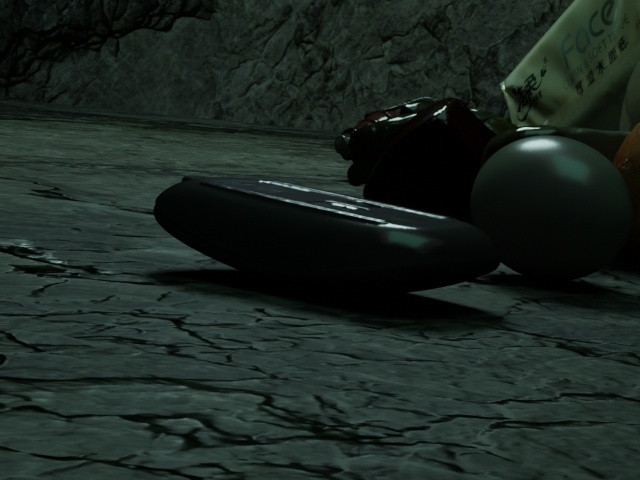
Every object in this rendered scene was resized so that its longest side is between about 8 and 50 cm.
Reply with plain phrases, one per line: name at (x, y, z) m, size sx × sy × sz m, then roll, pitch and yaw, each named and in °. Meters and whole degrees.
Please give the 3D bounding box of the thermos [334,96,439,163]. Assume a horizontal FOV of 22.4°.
thermos at (0.115, -0.117, 2.077) m, size 0.232 × 0.099 × 0.124 m, roll -1°, pitch -28°, yaw -35°

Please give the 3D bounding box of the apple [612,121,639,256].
apple at (0.300, -0.044, 1.286) m, size 0.146 × 0.146 × 0.146 m, roll 5°, pitch 6°, yaw -1°

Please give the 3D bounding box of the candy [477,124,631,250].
candy at (0.245, -0.042, 1.391) m, size 0.234 × 0.104 × 0.102 m, roll 2°, pitch 3°, yaw -23°

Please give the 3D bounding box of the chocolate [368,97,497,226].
chocolate at (0.116, -0.058, 1.448) m, size 0.149 × 0.125 × 0.080 m, roll 10°, pitch 23°, yaw 11°

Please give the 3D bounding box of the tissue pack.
tissue pack at (0.481, -0.234, 2.115) m, size 0.332 × 0.205 × 0.405 m, roll 0°, pitch -28°, yaw -26°

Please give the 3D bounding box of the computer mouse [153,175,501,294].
computer mouse at (0.000, 0.001, 1.011) m, size 0.232 × 0.057 × 0.120 m, roll 13°, pitch 9°, yaw 36°

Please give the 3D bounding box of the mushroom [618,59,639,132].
mushroom at (0.493, -0.153, 1.733) m, size 0.315 × 0.315 × 0.356 m, roll 1°, pitch -5°, yaw -33°

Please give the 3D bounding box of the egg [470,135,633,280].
egg at (0.164, -0.023, 1.149) m, size 0.103 × 0.103 × 0.135 m, roll 2°, pitch 9°, yaw -27°

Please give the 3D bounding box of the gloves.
gloves at (0.158, -0.072, 1.583) m, size 0.268 × 0.135 × 0.107 m, roll 6°, pitch -36°, yaw -10°
